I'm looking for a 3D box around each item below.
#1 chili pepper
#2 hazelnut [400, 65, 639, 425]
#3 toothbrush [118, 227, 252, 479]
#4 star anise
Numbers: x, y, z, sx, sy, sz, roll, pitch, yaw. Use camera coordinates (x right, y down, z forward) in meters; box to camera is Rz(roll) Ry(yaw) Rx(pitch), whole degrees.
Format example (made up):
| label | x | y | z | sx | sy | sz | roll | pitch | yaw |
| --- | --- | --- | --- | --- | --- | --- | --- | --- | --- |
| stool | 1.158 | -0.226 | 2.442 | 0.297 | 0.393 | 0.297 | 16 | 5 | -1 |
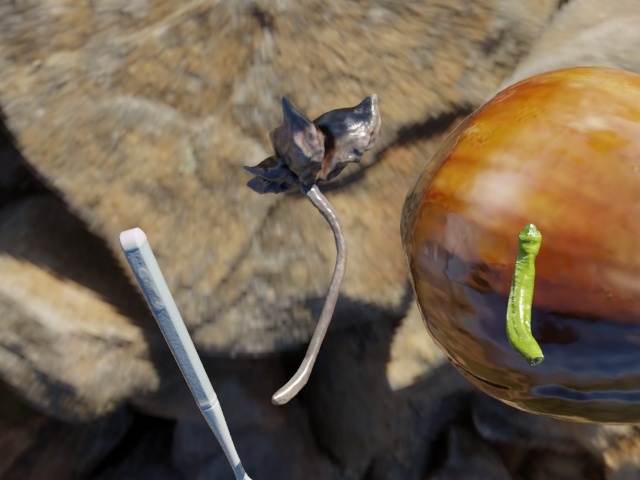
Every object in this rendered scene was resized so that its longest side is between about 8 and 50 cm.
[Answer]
| label | x | y | z | sx | sy | sz | roll | pitch | yaw |
| --- | --- | --- | --- | --- | --- | --- | --- | --- | --- |
| chili pepper | 0.116 | 0.032 | 1.119 | 0.017 | 0.030 | 0.083 | 7 | 76 | -14 |
| hazelnut | 0.251 | 0.011 | 1.913 | 0.315 | 0.372 | 0.372 | -24 | 102 | -41 |
| toothbrush | -0.115 | 0.133 | 1.830 | 0.025 | 0.030 | 0.342 | -15 | 117 | 13 |
| star anise | 0.000 | 0.000 | 1.795 | 0.218 | 0.148 | 0.227 | -29 | 76 | 4 |
